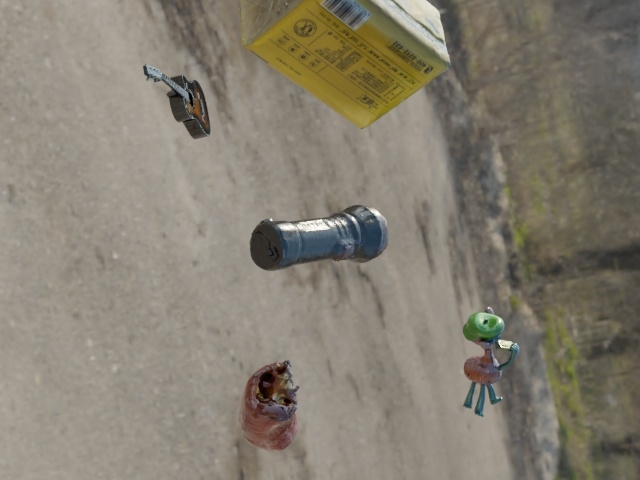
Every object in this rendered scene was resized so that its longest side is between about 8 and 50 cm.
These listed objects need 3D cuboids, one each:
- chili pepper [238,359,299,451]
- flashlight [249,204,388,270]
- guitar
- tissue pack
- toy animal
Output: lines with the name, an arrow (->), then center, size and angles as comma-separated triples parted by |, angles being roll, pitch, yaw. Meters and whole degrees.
chili pepper -> -0.056, 0.186, 1.127 | 0.073, 0.070, 0.123 | 49, -24, 23
flashlight -> 0.000, 0.000, 1.466 | 0.232, 0.093, 0.092 | -10, 87, -51
guitar -> -0.207, -0.209, 1.485 | 0.233, 0.025, 0.088 | 31, 48, -75
tissue pack -> 0.055, -0.466, 2.279 | 0.382, 0.293, 0.228 | 31, 37, -36
toy animal -> 0.314, 0.226, 1.923 | 0.100, 0.103, 0.208 | -54, 148, -58
